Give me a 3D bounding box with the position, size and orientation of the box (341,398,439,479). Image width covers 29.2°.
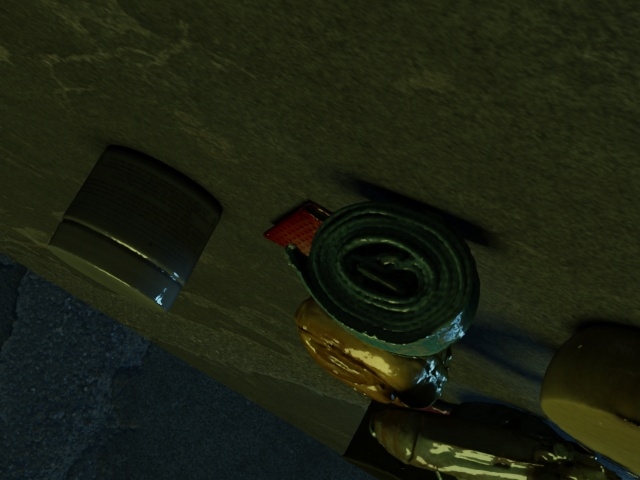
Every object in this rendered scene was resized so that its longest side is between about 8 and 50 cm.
[{"bbox_3d":[0.187,0.414,2.367,0.184,0.143,0.273,31,167,-16],"label":"box"}]

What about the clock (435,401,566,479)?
[{"bbox_3d":[0.317,0.390,1.932,0.325,0.067,0.325,32,149,22],"label":"clock"}]

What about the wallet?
[{"bbox_3d":[0.000,0.000,1.430,0.103,0.020,0.196,30,166,-10],"label":"wallet"}]

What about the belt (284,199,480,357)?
[{"bbox_3d":[0.070,0.035,1.173,0.163,0.147,0.082,53,179,21],"label":"belt"}]

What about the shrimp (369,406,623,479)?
[{"bbox_3d":[0.218,0.251,1.476,0.247,0.085,0.360,9,179,-43],"label":"shrimp"}]

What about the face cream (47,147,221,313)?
[{"bbox_3d":[-0.234,-0.013,1.563,0.177,0.153,0.177,28,167,7],"label":"face cream"}]

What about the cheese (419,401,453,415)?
[{"bbox_3d":[0.217,0.304,2.114,0.095,0.038,0.145,31,160,-19],"label":"cheese"}]

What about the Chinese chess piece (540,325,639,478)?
[{"bbox_3d":[0.350,0.180,1.258,0.250,0.097,0.251,27,166,7],"label":"Chinese chess piece"}]

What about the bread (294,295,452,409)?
[{"bbox_3d":[0.073,0.135,1.581,0.198,0.120,0.236,24,167,22],"label":"bread"}]
